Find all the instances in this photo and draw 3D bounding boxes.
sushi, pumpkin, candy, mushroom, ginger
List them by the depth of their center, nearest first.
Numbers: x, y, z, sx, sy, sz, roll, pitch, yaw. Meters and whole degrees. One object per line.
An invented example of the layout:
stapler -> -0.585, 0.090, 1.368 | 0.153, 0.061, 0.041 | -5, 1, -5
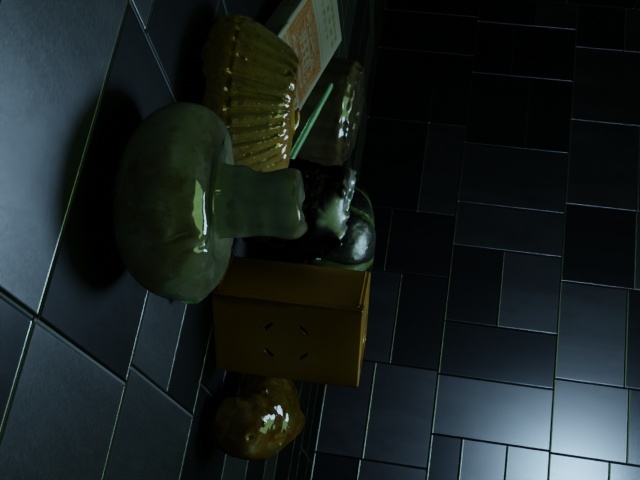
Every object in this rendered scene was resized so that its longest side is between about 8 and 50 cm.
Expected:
mushroom -> -0.130, -0.044, 1.038 | 0.243, 0.244, 0.243 | 7, 90, -83
sushi -> -0.054, -0.068, 1.567 | 0.196, 0.182, 0.343 | -67, -167, -8
ginger -> -0.122, 0.344, 1.713 | 0.165, 0.172, 0.321 | -44, -177, 11
candy -> -0.044, -0.215, 1.837 | 0.335, 0.093, 0.092 | -64, -167, -25
pumpkin -> 0.000, 0.000, 1.907 | 0.323, 0.242, 0.323 | -169, -90, -84

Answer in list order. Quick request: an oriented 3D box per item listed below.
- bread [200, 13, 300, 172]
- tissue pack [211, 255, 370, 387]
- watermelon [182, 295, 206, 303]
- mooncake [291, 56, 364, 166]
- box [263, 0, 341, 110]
bread -> -0.110, -0.214, 1.339 | 0.274, 0.149, 0.273 | 4, 90, -89
tissue pack -> -0.051, 0.149, 1.612 | 0.145, 0.275, 0.194 | -72, 168, -56
watermelon -> -0.187, 0.041, 1.242 | 0.180, 0.094, 0.081 | 118, -20, -67
mooncake -> 0.017, -0.322, 2.140 | 0.290, 0.162, 0.290 | 9, 90, -82
box -> -0.042, -0.410, 1.768 | 0.204, 0.051, 0.365 | 81, 25, -43
